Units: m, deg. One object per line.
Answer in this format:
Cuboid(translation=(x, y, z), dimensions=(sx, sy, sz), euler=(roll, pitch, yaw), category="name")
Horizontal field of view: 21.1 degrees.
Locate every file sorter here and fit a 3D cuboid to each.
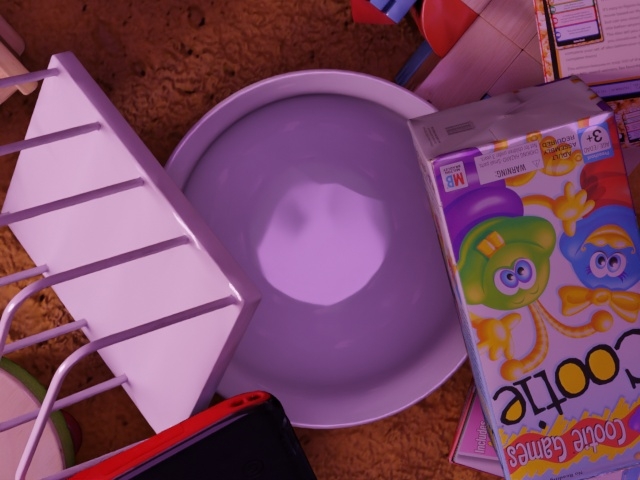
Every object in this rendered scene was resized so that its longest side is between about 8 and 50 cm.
Cuboid(translation=(-0.216, 0.028, 1.344), dimensions=(0.173, 0.193, 0.277), euler=(-19, 59, -38), category="file sorter")

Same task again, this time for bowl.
Cuboid(translation=(0.000, 0.000, 1.461), dimensions=(0.298, 0.134, 0.297), euler=(-1, 99, -4), category="bowl")

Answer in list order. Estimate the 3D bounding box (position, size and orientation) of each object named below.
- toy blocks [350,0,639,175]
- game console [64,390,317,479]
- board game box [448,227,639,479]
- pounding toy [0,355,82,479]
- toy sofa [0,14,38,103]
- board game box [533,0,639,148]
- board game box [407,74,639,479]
Cuboid(translation=(0.173, -0.183, 1.460), dimensions=(0.381, 0.191, 0.261), euler=(37, 104, -14), category="toy blocks")
Cuboid(translation=(-0.131, 0.323, 1.411), dimensions=(0.342, 0.060, 0.386), euler=(-25, 131, -4), category="game console")
Cuboid(translation=(0.294, 0.122, 1.467), dimensions=(0.317, 0.064, 0.242), euler=(17, 114, 3), category="board game box")
Cuboid(translation=(-0.297, 0.162, 1.488), dimensions=(0.237, 0.110, 0.183), euler=(-9, 107, 26), category="pounding toy")
Cuboid(translation=(-0.424, -0.091, 1.443), dimensions=(0.362, 0.177, 0.150), euler=(-42, 119, -1), category="toy sofa")
Cuboid(translation=(0.244, -0.167, 1.356), dimensions=(0.147, 0.045, 0.193), euler=(-8, 118, 9), category="board game box")
Cuboid(translation=(0.174, 0.032, 1.328), dimensions=(0.142, 0.144, 0.275), euler=(-15, 107, 1), category="board game box")
